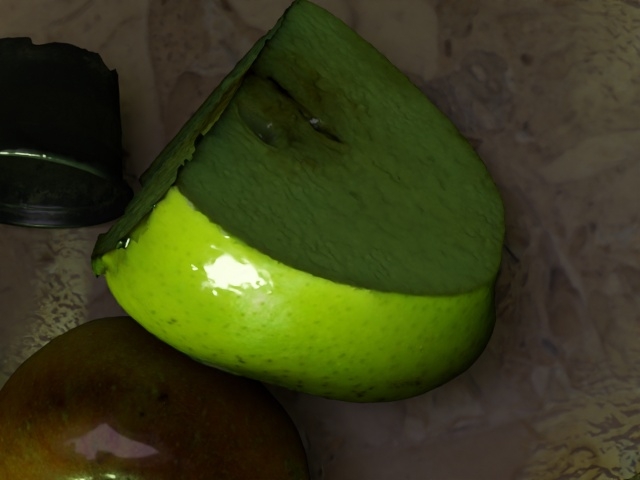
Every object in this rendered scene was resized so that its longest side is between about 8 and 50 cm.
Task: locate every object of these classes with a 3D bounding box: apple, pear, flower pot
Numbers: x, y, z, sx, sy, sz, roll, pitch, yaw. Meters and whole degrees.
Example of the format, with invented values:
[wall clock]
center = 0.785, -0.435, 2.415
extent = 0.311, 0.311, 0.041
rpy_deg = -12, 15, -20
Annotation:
[apple]
center = -0.120, 0.162, 1.244
extent = 0.237, 0.207, 0.237
rpy_deg = 1, 101, 6
[pear]
center = 0.000, 0.000, 1.230
extent = 0.292, 0.292, 0.159
rpy_deg = 48, 130, 15
[flower pot]
center = -0.213, -0.082, 1.322
extent = 0.157, 0.157, 0.106
rpy_deg = -3, 69, 14

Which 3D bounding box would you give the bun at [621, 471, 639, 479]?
[bun]
center = 0.238, 0.297, 1.041
extent = 0.365, 0.219, 0.365
rpy_deg = -2, 71, 7
